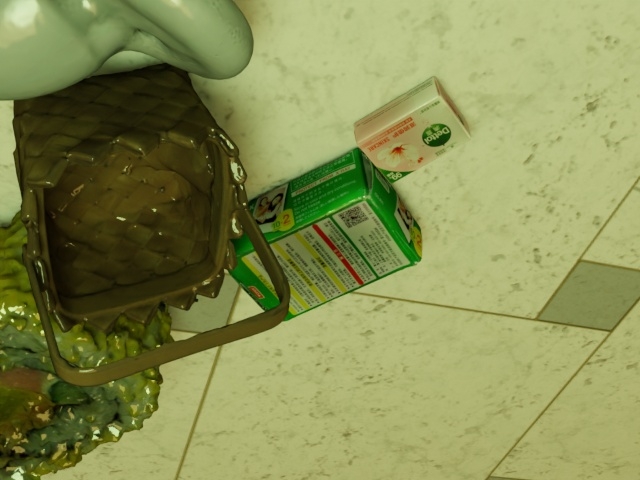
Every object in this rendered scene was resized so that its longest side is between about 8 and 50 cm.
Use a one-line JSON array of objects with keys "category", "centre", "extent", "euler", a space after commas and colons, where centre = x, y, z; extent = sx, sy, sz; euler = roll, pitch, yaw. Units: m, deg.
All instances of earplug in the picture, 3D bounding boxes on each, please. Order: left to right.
[{"category": "earplug", "centre": [-0.228, -0.222, 0.797], "extent": [0.325, 0.175, 0.214], "euler": [2, 175, -2]}]

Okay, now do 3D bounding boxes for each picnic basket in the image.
[{"category": "picnic basket", "centre": [-0.200, -0.008, 0.893], "extent": [0.254, 0.321, 0.291], "euler": [-15, 144, -21]}]

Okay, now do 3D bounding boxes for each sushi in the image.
[{"category": "sushi", "centre": [-0.416, 0.175, 1.146], "extent": [0.396, 0.240, 0.351], "euler": [-29, 129, 18]}]

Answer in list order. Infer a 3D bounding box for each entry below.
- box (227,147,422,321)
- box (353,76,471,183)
[{"category": "box", "centre": [0.000, 0.000, 1.110], "extent": [0.250, 0.103, 0.180], "euler": [-25, 132, 16]}, {"category": "box", "centre": [0.116, -0.139, 1.022], "extent": [0.125, 0.043, 0.089], "euler": [-29, 130, 22]}]
